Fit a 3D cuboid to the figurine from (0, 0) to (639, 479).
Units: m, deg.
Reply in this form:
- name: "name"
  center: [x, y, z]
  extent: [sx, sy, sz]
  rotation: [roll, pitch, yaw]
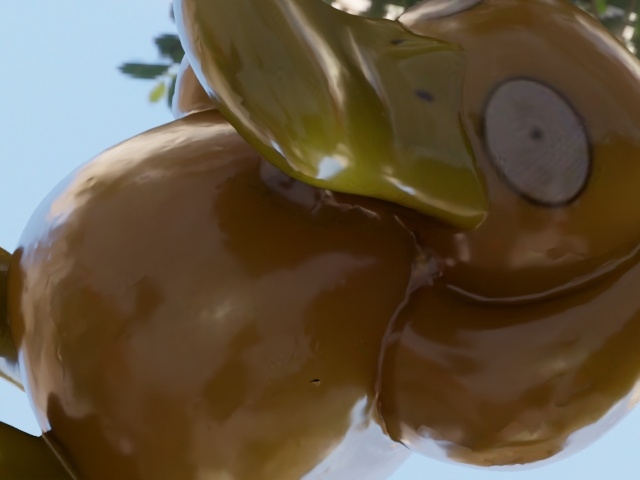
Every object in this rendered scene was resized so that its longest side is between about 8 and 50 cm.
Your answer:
- name: "figurine"
  center: [-0.003, 0.007, 0.466]
  extent: [0.215, 0.228, 0.215]
  rotation: [32, -153, -18]
